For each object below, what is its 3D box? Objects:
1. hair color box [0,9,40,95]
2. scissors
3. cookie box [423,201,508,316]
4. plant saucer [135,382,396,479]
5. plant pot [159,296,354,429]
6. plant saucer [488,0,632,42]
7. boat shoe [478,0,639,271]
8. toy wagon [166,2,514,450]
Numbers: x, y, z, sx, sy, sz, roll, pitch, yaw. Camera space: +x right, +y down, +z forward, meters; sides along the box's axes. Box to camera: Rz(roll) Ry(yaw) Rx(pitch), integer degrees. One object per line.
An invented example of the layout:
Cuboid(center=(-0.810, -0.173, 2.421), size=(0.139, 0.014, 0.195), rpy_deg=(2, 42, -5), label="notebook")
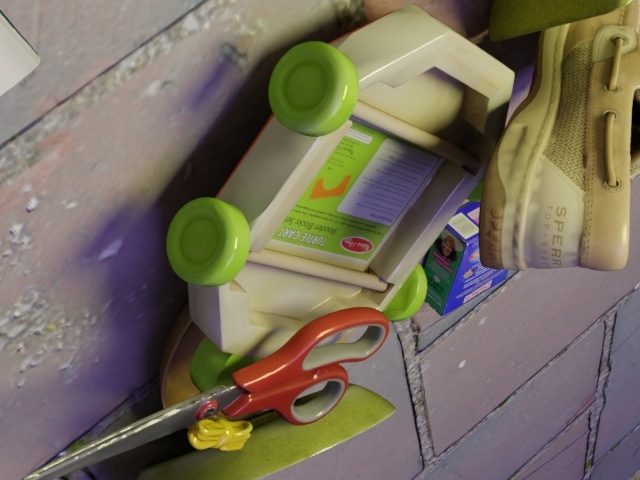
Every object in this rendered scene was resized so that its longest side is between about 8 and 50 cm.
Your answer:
Cuboid(center=(-0.254, -0.116, 0.390), size=(0.174, 0.105, 0.347), rpy_deg=(-42, 152, -5), label="hair color box")
Cuboid(center=(-0.062, 0.097, 0.831), size=(0.297, 0.021, 0.109), rpy_deg=(-3, 132, -49), label="scissors")
Cuboid(center=(0.145, 0.010, 1.184), size=(0.092, 0.040, 0.107), rpy_deg=(-27, 148, -31), label="cookie box")
Cuboid(center=(-0.055, 0.168, 1.032), size=(0.241, 0.037, 0.241), rpy_deg=(-21, 176, -2), label="plant saucer")
Cuboid(center=(-0.039, 0.058, 1.007), size=(0.236, 0.032, 0.236), rpy_deg=(-34, 151, -22), label="plant pot")
Cuboid(center=(0.216, -0.219, 0.879), size=(0.188, 0.045, 0.188), rpy_deg=(-38, -167, -14), label="plant saucer")
Cuboid(center=(0.211, -0.090, 0.928), size=(0.341, 0.110, 0.121), rpy_deg=(-61, 152, -43), label="boat shoe")
Cuboid(center=(0.000, 0.000, 0.877), size=(0.344, 0.068, 0.267), rpy_deg=(-54, 149, 13), label="toy wagon")
